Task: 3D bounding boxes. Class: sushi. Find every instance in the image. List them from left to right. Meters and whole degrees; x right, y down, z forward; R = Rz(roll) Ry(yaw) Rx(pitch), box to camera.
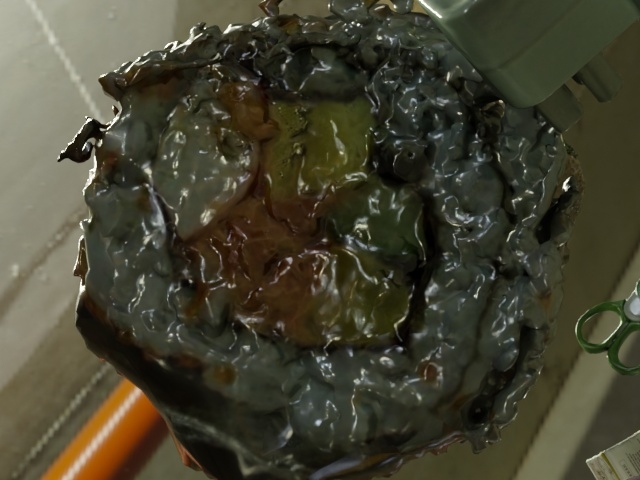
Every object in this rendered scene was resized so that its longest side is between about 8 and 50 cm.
[{"bbox_3d":[0.003,-0.003,0.982,0.176,0.418,0.417,-7,-83,-73],"label":"sushi"}]

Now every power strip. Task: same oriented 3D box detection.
[{"bbox_3d":[0.204,-0.189,0.820,0.261,0.229,0.141,-42,-61,7],"label":"power strip"}]

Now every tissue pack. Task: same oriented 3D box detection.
[{"bbox_3d":[0.477,0.357,1.871,0.106,0.099,0.148,-25,-104,-17],"label":"tissue pack"}]

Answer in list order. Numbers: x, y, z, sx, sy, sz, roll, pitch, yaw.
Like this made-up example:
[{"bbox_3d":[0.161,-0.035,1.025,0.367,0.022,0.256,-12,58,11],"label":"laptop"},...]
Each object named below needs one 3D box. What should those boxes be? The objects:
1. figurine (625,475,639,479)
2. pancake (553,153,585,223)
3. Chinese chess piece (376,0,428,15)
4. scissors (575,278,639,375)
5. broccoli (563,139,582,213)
[{"bbox_3d":[0.233,0.218,0.918,0.186,0.176,0.287,27,-84,-14],"label":"figurine"},{"bbox_3d":[0.174,-0.010,1.070,0.152,0.025,0.151,-37,-28,-24],"label":"pancake"},{"bbox_3d":[0.159,-0.291,1.493,0.104,0.257,0.257,14,-100,-32],"label":"Chinese chess piece"},{"bbox_3d":[0.393,0.064,1.512,0.204,0.101,0.027,-48,-33,-7],"label":"scissors"},{"bbox_3d":[0.219,-0.053,1.414,0.146,0.138,0.162,-17,-69,-35],"label":"broccoli"}]
